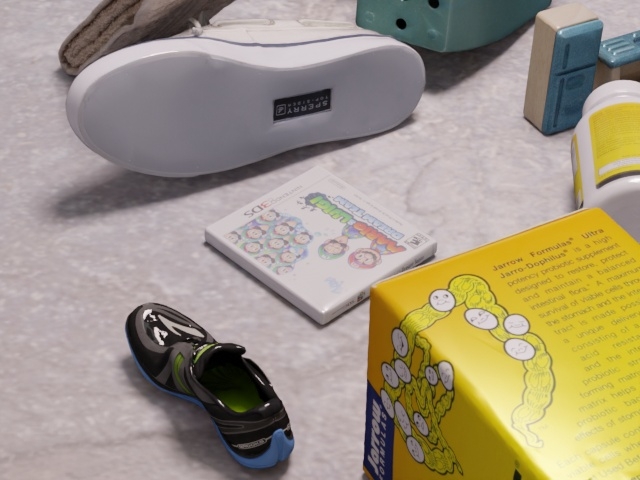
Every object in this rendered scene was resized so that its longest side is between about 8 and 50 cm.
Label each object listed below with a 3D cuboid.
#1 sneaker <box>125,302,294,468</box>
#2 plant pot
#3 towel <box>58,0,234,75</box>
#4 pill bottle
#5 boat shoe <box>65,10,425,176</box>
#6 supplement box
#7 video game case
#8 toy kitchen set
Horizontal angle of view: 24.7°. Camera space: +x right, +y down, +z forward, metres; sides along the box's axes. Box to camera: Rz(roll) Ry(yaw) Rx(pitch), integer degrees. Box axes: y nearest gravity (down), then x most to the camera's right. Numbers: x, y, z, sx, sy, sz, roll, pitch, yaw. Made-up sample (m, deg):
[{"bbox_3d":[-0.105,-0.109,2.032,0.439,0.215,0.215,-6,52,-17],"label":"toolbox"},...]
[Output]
[{"bbox_3d":[-0.084,0.099,1.140,0.067,0.078,0.188,-26,46,-29],"label":"sneaker"},{"bbox_3d":[0.139,-0.302,1.546,0.165,0.165,0.234,19,36,21],"label":"plant pot"},{"bbox_3d":[-0.137,-0.246,1.460,0.187,0.282,0.049,-27,92,-31],"label":"towel"},{"bbox_3d":[0.281,-0.066,1.330,0.103,0.103,0.184,3,40,3],"label":"pill bottle"},{"bbox_3d":[-0.088,-0.165,1.417,0.367,0.135,0.156,-13,33,-28],"label":"boat shoe"},{"bbox_3d":[0.198,0.172,0.967,0.195,0.194,0.356,-18,43,-22],"label":"supplement box"},{"bbox_3d":[0.000,0.000,1.310,0.143,0.019,0.157,-31,49,-32],"label":"video game case"},{"bbox_3d":[0.334,-0.157,1.428,0.207,0.122,0.166,-18,43,-22],"label":"toy kitchen set"}]
